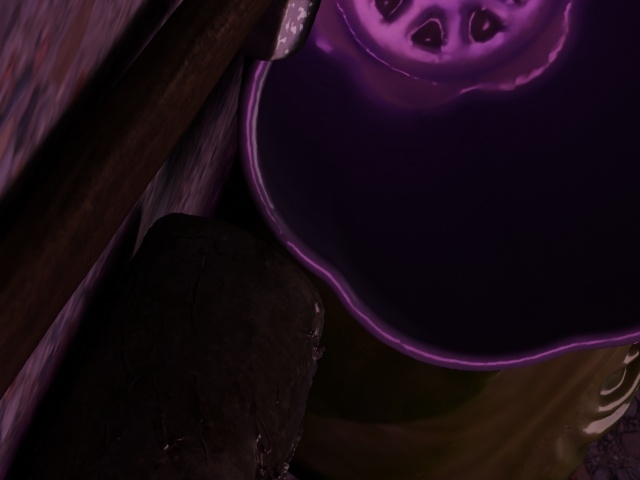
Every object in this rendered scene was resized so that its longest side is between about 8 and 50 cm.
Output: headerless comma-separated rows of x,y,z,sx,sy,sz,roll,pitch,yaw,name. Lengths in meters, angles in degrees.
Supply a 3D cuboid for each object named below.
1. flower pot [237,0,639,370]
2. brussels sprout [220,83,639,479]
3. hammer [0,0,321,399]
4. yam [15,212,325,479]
0.081,-0.110,0.902,0.243,0.265,0.265,-105,-148,-62,flower pot
0.086,0.011,1.181,0.355,0.281,0.289,-29,-144,43,brussels sprout
-0.049,-0.051,0.590,0.365,0.043,0.111,-63,176,-57,hammer
-0.058,0.069,0.744,0.107,0.107,0.183,110,-1,-49,yam
